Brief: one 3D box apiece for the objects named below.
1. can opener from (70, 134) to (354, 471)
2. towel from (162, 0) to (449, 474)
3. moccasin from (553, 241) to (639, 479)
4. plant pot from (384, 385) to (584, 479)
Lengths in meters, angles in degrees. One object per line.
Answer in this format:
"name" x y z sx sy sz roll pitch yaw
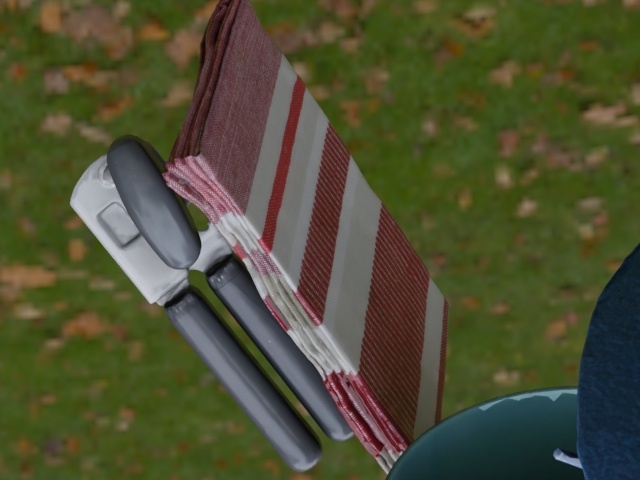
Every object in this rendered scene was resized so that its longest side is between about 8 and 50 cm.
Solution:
"can opener" -0.077 0.049 1.431 0.074 0.280 0.093 -37 -168 5
"towel" 0.000 0.000 1.477 0.037 0.237 0.329 -23 119 22
"moccasin" 0.187 0.033 0.732 0.138 0.342 0.117 0 120 27
"plant pot" 0.182 0.278 1.345 0.293 0.293 0.235 -4 124 -5
